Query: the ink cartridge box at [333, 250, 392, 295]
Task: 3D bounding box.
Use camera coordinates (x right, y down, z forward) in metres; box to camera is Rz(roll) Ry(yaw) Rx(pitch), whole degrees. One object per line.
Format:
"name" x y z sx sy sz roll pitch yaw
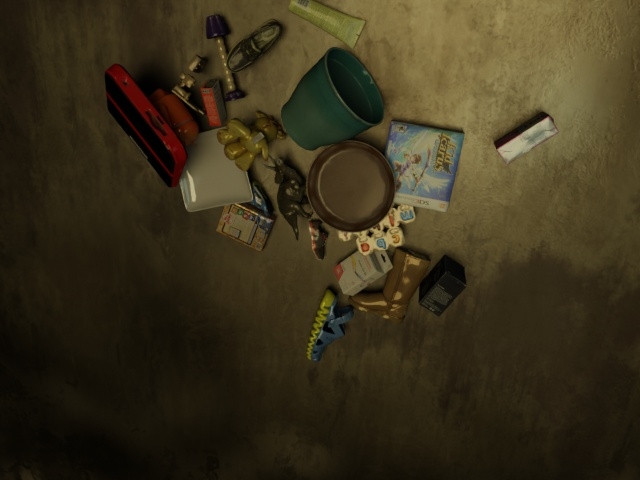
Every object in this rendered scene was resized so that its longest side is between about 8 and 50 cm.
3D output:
"ink cartridge box" 0.154 0.101 1.970 0.198 0.067 0.115 -38 57 23

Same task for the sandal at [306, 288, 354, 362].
"sandal" 0.034 0.350 2.102 0.138 0.126 0.317 19 116 0

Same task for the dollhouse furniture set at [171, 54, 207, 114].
"dollhouse furniture set" -0.409 -0.528 1.846 0.123 0.144 0.151 39 100 -10

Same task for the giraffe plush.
"giraffe plush" -0.222 -0.362 1.853 0.210 0.170 0.181 -8 119 37

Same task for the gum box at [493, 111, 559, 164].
"gum box" 0.647 -0.326 1.693 0.188 0.107 0.062 -33 102 22

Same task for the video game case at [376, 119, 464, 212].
"video game case" 0.331 -0.248 1.806 0.244 0.061 0.270 11 106 7

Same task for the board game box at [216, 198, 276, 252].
"board game box" -0.283 -0.062 2.045 0.193 0.045 0.147 26 115 2

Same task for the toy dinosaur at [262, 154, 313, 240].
"toy dinosaur" -0.099 -0.161 1.944 0.160 0.121 0.314 8 118 22

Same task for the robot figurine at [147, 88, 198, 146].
"robot figurine" -0.508 -0.413 1.860 0.219 0.128 0.158 55 152 0

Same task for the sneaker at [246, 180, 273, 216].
"sneaker" -0.226 -0.147 1.995 0.059 0.053 0.144 -27 95 21

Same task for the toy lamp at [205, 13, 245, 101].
"toy lamp" -0.324 -0.611 1.814 0.080 0.080 0.275 -8 109 16

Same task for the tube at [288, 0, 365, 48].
"tube" 0.016 -0.705 1.715 0.240 0.062 0.070 25 159 -3

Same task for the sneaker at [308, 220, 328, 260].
"sneaker" 0.000 0.000 2.000 0.064 0.061 0.158 -10 110 10

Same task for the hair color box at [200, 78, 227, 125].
"hair color box" -0.366 -0.475 1.860 0.043 0.072 0.141 3 131 12

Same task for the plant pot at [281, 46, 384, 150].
"plant pot" 0.019 -0.426 1.724 0.255 0.272 0.272 -27 104 36

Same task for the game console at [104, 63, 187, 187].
"game console" -0.604 -0.384 1.859 0.060 0.342 0.386 -38 92 -22

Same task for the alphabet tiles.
"alphabet tiles" 0.185 -0.098 1.907 0.284 0.021 0.278 -16 94 11

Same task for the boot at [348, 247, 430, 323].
"boot" 0.250 0.148 1.994 0.236 0.089 0.270 19 111 4

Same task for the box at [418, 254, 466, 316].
"box" 0.430 0.159 1.912 0.093 0.156 0.158 33 115 -3

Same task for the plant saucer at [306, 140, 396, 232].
"plant saucer" 0.104 -0.182 1.824 0.310 0.050 0.311 4 103 17

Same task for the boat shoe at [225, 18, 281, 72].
"boat shoe" -0.218 -0.632 1.752 0.223 0.073 0.080 -39 114 5

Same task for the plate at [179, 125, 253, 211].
"plate" -0.393 -0.260 1.974 0.278 0.045 0.277 -9 101 16
